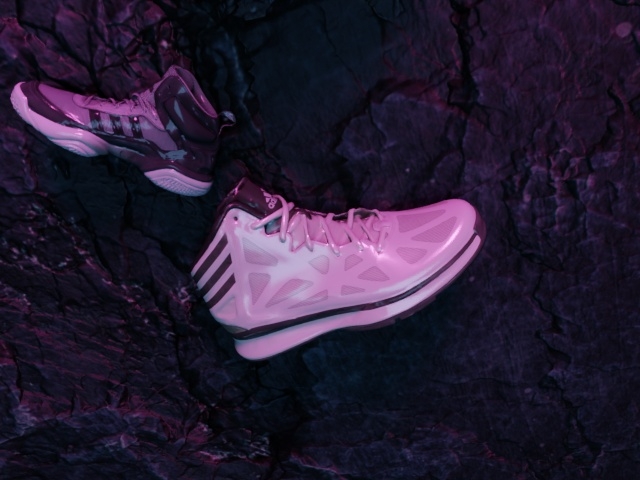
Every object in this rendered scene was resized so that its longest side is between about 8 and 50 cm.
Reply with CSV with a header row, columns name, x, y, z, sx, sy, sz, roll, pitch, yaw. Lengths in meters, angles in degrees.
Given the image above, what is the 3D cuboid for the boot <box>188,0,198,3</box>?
name,x,y,z,sx,sy,sz,roll,pitch,yaw
boot,-0.039,-0.362,0.486,0.228,0.263,0.091,-14,83,-26

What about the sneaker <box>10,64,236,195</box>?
name,x,y,z,sx,sy,sz,roll,pitch,yaw
sneaker,-0.248,-0.177,0.590,0.268,0.101,0.153,24,113,-20

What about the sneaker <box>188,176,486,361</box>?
name,x,y,z,sx,sy,sz,roll,pitch,yaw
sneaker,0.000,0.001,0.648,0.447,0.169,0.258,-26,117,13
